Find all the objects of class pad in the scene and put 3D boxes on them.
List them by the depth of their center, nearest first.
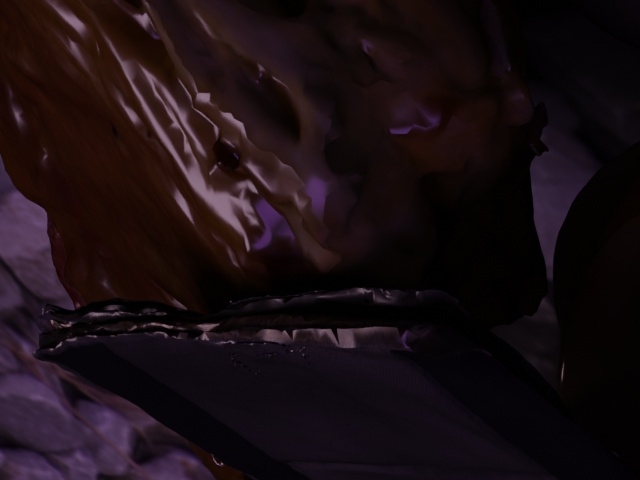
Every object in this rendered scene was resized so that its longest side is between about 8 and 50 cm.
[{"bbox_3d":[0.040,0.076,0.590,0.174,0.022,0.233,-4,148,44],"label":"pad"}]

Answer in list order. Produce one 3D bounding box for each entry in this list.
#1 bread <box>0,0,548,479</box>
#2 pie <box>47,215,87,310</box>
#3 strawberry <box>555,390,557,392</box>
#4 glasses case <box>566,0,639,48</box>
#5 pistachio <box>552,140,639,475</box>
[{"bbox_3d":[-0.027,-0.070,0.679,0.277,0.167,0.324,52,163,20],"label":"bread"},{"bbox_3d":[-0.064,0.023,0.934,0.182,0.049,0.182,29,143,24],"label":"pie"},{"bbox_3d":[0.081,0.210,0.891,0.351,0.267,0.312,-4,105,43],"label":"strawberry"},{"bbox_3d":[0.063,-0.183,0.645,0.297,0.075,0.113,45,141,-11],"label":"glasses case"},{"bbox_3d":[0.224,0.076,0.672,0.309,0.230,0.230,33,140,-3],"label":"pistachio"}]
